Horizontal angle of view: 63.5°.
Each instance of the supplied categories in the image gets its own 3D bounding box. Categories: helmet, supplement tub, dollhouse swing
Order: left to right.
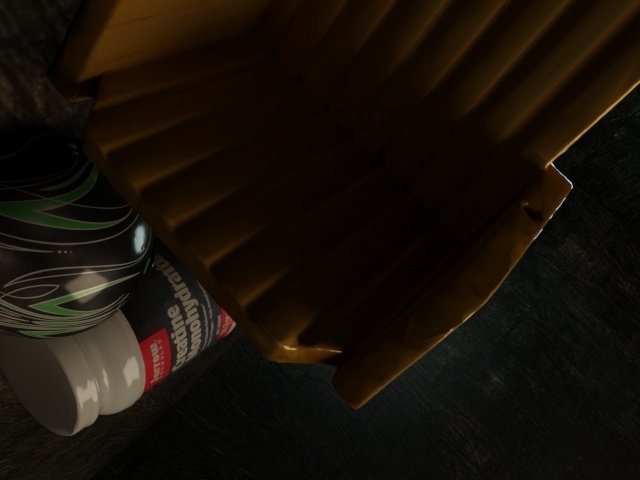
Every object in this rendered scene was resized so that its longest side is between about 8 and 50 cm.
[{"bbox_3d":[-0.236,0.002,0.439,0.169,0.169,0.162,-49,-173,33],"label":"helmet"},{"bbox_3d":[-0.254,0.103,0.688,0.272,0.191,0.191,-34,167,-50],"label":"supplement tub"},{"bbox_3d":[0.049,-0.143,0.363,0.315,0.347,0.305,-36,169,-42],"label":"dollhouse swing"}]
